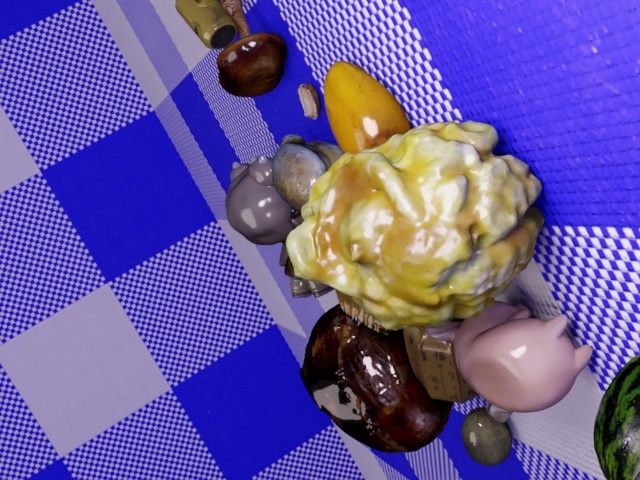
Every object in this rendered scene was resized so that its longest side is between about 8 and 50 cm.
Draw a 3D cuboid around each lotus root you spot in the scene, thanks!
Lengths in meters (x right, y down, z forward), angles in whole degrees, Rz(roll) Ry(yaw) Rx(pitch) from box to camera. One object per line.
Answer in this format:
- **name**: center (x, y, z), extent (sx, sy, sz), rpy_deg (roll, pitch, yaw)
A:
- **lotus root**: center (-0.017, -0.274, 1.757), extent (0.037, 0.030, 0.083), rpy_deg (17, 149, 25)
- **lotus root**: center (-0.023, -0.130, 1.817), extent (0.322, 0.158, 0.140), rpy_deg (-139, 47, -65)

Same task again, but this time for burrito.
- **burrito**: center (0.333, 0.275, 1.627), extent (0.058, 0.063, 0.229), rpy_deg (26, 156, 11)

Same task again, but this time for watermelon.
- **watermelon**: center (0.403, 0.212, 1.143), extent (0.137, 0.193, 0.145), rpy_deg (10, -152, -42)

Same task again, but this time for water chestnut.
- **water chestnut**: center (0.153, 0.248, 1.809), extent (0.335, 0.347, 0.335), rpy_deg (43, -155, -26)

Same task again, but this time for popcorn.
- **popcorn**: center (0.137, -0.018, 1.242), extent (0.279, 0.274, 0.335), rpy_deg (44, 140, -11)

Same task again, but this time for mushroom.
- **mushroom**: center (-0.156, -0.412, 1.805), extent (0.227, 0.147, 0.218), rpy_deg (133, 122, -71)

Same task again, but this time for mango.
- **mango**: center (0.069, -0.202, 1.454), extent (0.145, 0.112, 0.219), rpy_deg (79, 167, -57)

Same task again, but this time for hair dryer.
- **hair dryer**: center (-0.242, -0.536, 1.905), extent (0.135, 0.090, 0.279), rpy_deg (53, 160, 23)

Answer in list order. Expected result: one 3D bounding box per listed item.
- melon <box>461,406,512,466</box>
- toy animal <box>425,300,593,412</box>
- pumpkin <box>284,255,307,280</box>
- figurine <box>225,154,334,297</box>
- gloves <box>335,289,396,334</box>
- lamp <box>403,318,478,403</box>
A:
- **melon**: center (0.330, 0.391, 1.808), extent (0.098, 0.098, 0.131), rpy_deg (38, 155, 56)
- **toy animal**: center (0.287, 0.174, 1.373), extent (0.166, 0.154, 0.250), rpy_deg (53, 171, -11)
- **pumpkin**: center (-0.005, 0.001, 1.975), extent (0.278, 0.111, 0.163), rpy_deg (8, 113, 50)
- **figurine**: center (-0.095, -0.032, 2.195), extent (0.381, 0.203, 0.248), rpy_deg (60, 163, -12)
- **gloves**: center (0.103, -0.003, 1.623), extent (0.203, 0.155, 0.357), rpy_deg (24, 132, 36)
- **lamp**: center (0.231, 0.186, 1.593), extent (0.161, 0.161, 0.185), rpy_deg (45, 159, 45)
